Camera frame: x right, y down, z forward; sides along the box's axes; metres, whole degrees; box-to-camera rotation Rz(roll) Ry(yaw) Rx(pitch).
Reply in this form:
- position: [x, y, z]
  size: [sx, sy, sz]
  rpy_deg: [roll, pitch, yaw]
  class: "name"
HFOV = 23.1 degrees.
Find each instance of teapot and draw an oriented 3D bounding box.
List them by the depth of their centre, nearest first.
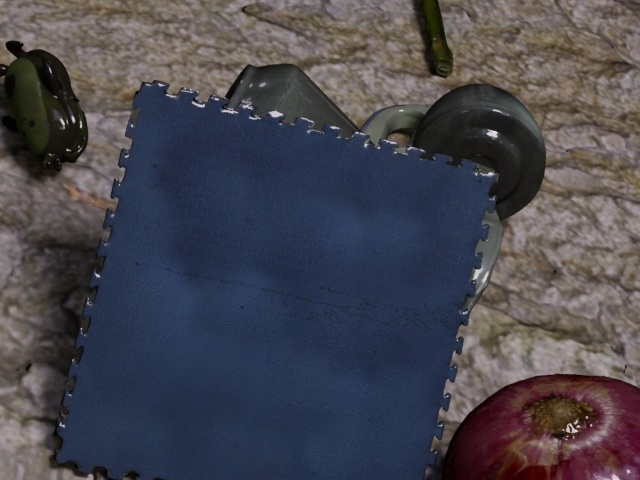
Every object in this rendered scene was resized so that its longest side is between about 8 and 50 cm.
- position: [0.000, 0.000, 1.147]
  size: [0.225, 0.171, 0.203]
  rpy_deg: [31, 68, -7]
  class: "teapot"
- position: [0.116, -0.076, 1.322]
  size: [0.111, 0.149, 0.108]
  rpy_deg: [58, 21, -24]
  class: "teapot"

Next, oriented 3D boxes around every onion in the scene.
- position: [0.170, 0.171, 1.077]
  size: [0.177, 0.153, 0.177]
  rpy_deg: [6, 50, -7]
  class: "onion"

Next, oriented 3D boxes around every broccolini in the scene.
- position: [0.103, -0.251, 1.510]
  size: [0.057, 0.071, 0.254]
  rpy_deg: [45, 33, -48]
  class: "broccolini"

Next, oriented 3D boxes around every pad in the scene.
- position: [-0.026, 0.049, 1.061]
  size: [0.269, 0.012, 0.269]
  rpy_deg: [15, 88, -15]
  class: "pad"

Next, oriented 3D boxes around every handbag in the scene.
- position: [-0.209, -0.100, 1.188]
  size: [0.047, 0.072, 0.111]
  rpy_deg: [1, 52, -44]
  class: "handbag"
